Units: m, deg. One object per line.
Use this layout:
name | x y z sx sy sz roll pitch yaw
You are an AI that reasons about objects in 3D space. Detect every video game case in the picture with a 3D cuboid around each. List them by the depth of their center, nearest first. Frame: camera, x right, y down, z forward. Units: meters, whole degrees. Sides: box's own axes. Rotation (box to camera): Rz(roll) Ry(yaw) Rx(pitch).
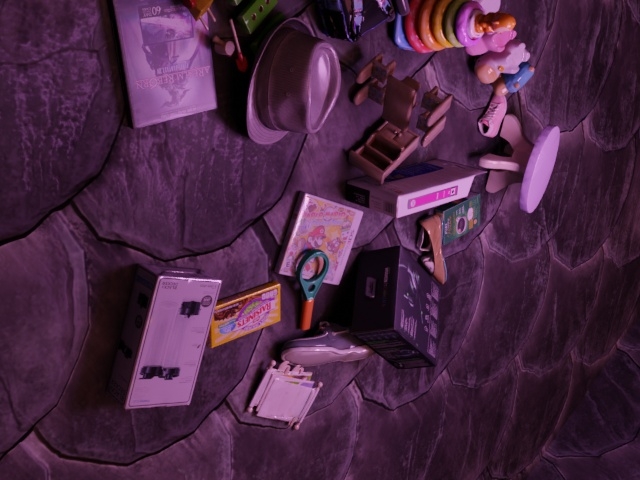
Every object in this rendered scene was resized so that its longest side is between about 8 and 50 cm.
video game case | -0.296 -0.367 1.365 0.196 0.026 0.274 -23 121 -37
video game case | 0.000 0.000 1.802 0.227 0.026 0.206 15 95 -46

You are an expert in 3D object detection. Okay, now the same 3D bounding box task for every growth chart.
growth chart | -0.087 0.401 1.867 0.237 0.021 0.172 33 89 -46

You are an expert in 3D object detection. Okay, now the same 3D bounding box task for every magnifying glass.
magnifying glass | -0.026 0.126 1.800 0.092 0.026 0.231 -14 127 -36

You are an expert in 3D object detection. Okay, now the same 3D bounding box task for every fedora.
fedora | -0.042 -0.323 1.520 0.244 0.124 0.275 -7 114 -61

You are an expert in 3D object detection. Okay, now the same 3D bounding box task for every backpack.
backpack | 0.066 -0.547 1.581 0.158 0.117 0.173 -41 131 -26

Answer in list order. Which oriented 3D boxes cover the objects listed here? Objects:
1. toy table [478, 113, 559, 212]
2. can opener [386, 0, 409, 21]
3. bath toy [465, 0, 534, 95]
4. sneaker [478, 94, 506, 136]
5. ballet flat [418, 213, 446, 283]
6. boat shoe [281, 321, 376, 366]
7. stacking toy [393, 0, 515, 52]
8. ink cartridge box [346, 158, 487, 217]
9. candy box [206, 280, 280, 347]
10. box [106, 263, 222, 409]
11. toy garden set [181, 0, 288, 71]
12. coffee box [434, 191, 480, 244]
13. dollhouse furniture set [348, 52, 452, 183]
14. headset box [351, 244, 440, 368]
toy table | 0.604 -0.237 2.177 0.252 0.161 0.274 -12 122 -54
can opener | 0.135 -0.641 1.636 0.076 0.095 0.283 -21 140 7
bath toy | 0.458 -0.551 1.964 0.151 0.129 0.348 -42 134 1
sneaker | 0.512 -0.374 2.138 0.070 0.051 0.134 -9 116 -48
ballet flat | 0.325 0.030 2.117 0.073 0.080 0.232 -14 116 -10
boat shoe | 0.020 0.268 1.904 0.319 0.116 0.099 3 61 -38
stacking toy | 0.336 -0.526 1.721 0.175 0.302 0.165 -7 111 -44
ink cartridge box | 0.259 -0.145 1.890 0.371 0.176 0.069 -20 119 -39
candy box | -0.180 0.173 1.693 0.206 0.027 0.105 -18 122 -39
box | -0.330 0.203 1.513 0.169 0.087 0.290 7 101 -46
toy garden set | -0.174 -0.456 1.412 0.204 0.049 0.244 -57 142 -26
coffee box | 0.417 -0.070 2.175 0.184 0.040 0.113 -26 123 -36
dollhouse furniture set | 0.166 -0.281 1.725 0.161 0.212 0.242 -44 159 -25
headset box | 0.206 0.181 1.931 0.283 0.131 0.246 41 47 -46
